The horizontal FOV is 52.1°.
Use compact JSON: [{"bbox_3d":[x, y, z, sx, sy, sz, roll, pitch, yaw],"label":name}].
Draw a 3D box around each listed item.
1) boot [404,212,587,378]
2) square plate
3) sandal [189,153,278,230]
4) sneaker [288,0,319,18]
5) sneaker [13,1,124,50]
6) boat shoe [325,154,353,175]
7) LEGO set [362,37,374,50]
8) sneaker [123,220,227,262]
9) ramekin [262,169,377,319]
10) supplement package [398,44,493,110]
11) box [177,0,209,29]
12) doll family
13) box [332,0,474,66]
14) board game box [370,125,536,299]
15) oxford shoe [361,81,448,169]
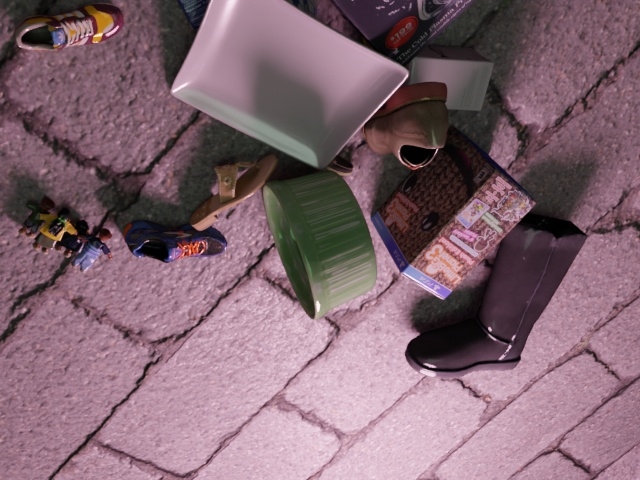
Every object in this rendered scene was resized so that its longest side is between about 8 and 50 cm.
[{"bbox_3d":[0.438,0.139,1.671,0.366,0.146,0.446,-1,127,-27],"label":"boot"},{"bbox_3d":[-0.067,-0.295,1.185,0.343,0.049,0.347,26,147,-15],"label":"square plate"},{"bbox_3d":[-0.201,-0.117,1.361,0.240,0.088,0.079,-38,125,17],"label":"sandal"},{"bbox_3d":[-0.037,-0.399,1.209,0.131,0.111,0.296,-52,144,-17],"label":"sneaker"},{"bbox_3d":[-0.432,-0.362,1.132,0.185,0.084,0.070,-15,125,-6],"label":"sneaker"},{"bbox_3d":[0.011,-0.185,1.395,0.152,0.056,0.049,20,120,-26],"label":"boat shoe"},{"bbox_3d":[0.125,-0.409,1.261,0.227,0.087,0.093,-39,134,13],"label":"LEGO set"},{"bbox_3d":[-0.311,0.014,1.413,0.221,0.087,0.083,0,123,-16],"label":"sneaker"},{"bbox_3d":[0.000,0.000,1.371,0.148,0.303,0.304,-20,126,-12],"label":"ramekin"},{"bbox_3d":[0.239,-0.334,1.333,0.179,0.105,0.105,-1,123,-16],"label":"supplement package"},{"bbox_3d":[-0.218,-0.501,1.133,0.136,0.037,0.225,-27,125,2],"label":"box"},{"bbox_3d":[-0.517,-0.014,1.347,0.193,0.076,0.111,32,105,-36],"label":"doll family"},{"bbox_3d":[0.152,-0.493,1.047,0.343,0.179,0.312,-42,158,14],"label":"box"},{"bbox_3d":[0.281,-0.064,1.445,0.141,0.232,0.291,30,110,-29],"label":"board game box"},{"bbox_3d":[0.154,-0.197,1.266,0.122,0.348,0.130,-7,87,-6],"label":"oxford shoe"}]
